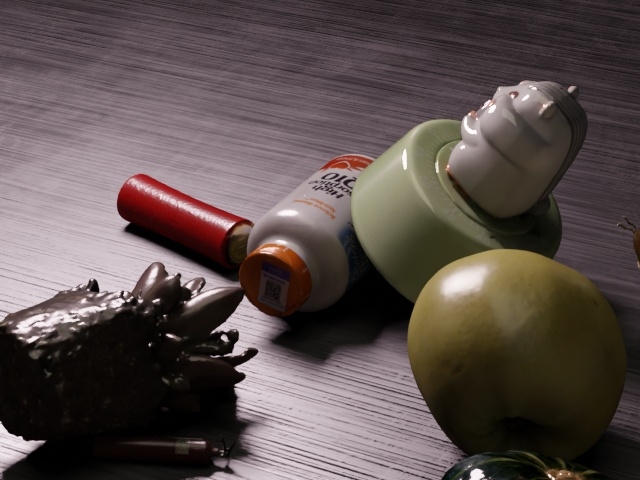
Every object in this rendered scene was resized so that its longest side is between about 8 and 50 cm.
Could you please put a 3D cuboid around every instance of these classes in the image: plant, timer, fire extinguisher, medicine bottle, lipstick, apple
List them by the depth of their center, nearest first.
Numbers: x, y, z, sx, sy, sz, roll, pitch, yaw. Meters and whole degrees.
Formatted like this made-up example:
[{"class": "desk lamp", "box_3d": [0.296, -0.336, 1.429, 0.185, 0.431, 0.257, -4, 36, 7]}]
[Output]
[{"class": "apple", "box_3d": [0.227, 0.142, 1.941, 0.262, 0.262, 0.262, 0, 28, 0]}, {"class": "fire extinguisher", "box_3d": [-0.184, 0.248, 1.971, 0.173, 0.035, 0.049, 3, -10, 6]}, {"class": "plant", "box_3d": [-0.236, 0.135, 2.002, 0.321, 0.181, 0.194, -18, 20, -34]}, {"class": "timer", "box_3d": [0.235, -0.090, 2.188, 0.291, 0.315, 0.291, 21, 42, -19]}, {"class": "medicine bottle", "box_3d": [0.000, 0.000, 2.293, 0.157, 0.157, 0.289, 14, 31, 24]}, {"class": "lipstick", "box_3d": [-0.199, -0.030, 2.435, 0.241, 0.080, 0.080, 23, 36, 36]}]

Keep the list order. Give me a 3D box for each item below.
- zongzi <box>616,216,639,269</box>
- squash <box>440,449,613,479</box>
[{"class": "zongzi", "box_3d": [0.548, 0.000, 2.253, 0.241, 0.111, 0.247, -31, 22, 14]}, {"class": "squash", "box_3d": [0.226, 0.310, 1.653, 0.252, 0.165, 0.252, 18, 10, -3]}]
